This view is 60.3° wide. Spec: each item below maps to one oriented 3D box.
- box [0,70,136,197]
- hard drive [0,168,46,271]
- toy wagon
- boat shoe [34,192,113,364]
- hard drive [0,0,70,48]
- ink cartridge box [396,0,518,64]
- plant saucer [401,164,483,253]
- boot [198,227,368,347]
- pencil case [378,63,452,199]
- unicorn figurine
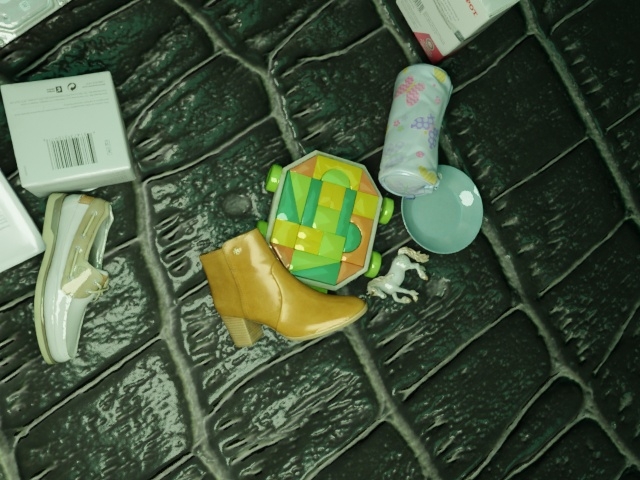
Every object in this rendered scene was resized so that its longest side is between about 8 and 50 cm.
[{"bbox_3d":[-0.443,-0.187,0.987,0.180,0.119,0.182,-13,88,-15],"label":"box"},{"bbox_3d":[-0.634,-0.076,0.906,0.210,0.040,0.319,-29,116,-16],"label":"hard drive"},{"bbox_3d":[0.000,0.000,1.116,0.267,0.068,0.345,15,82,-13],"label":"toy wagon"},{"bbox_3d":[-0.430,0.065,0.974,0.103,0.113,0.303,2,84,-9],"label":"boat shoe"},{"bbox_3d":[-0.528,-0.530,0.978,0.339,0.064,0.237,-42,120,-14],"label":"hard drive"},{"bbox_3d":[0.279,-0.502,1.143,0.100,0.237,0.172,-33,94,-15],"label":"ink cartridge box"},{"bbox_3d":[0.261,-0.066,1.207,0.194,0.037,0.195,1,84,-15],"label":"plant saucer"},{"bbox_3d":[-0.077,0.075,1.016,0.295,0.104,0.211,-14,101,19],"label":"boot"},{"bbox_3d":[0.199,-0.228,1.144,0.124,0.113,0.273,2,71,25],"label":"pencil case"},{"bbox_3d":[0.162,0.085,1.164,0.111,0.060,0.162,30,63,-10],"label":"unicorn figurine"}]
